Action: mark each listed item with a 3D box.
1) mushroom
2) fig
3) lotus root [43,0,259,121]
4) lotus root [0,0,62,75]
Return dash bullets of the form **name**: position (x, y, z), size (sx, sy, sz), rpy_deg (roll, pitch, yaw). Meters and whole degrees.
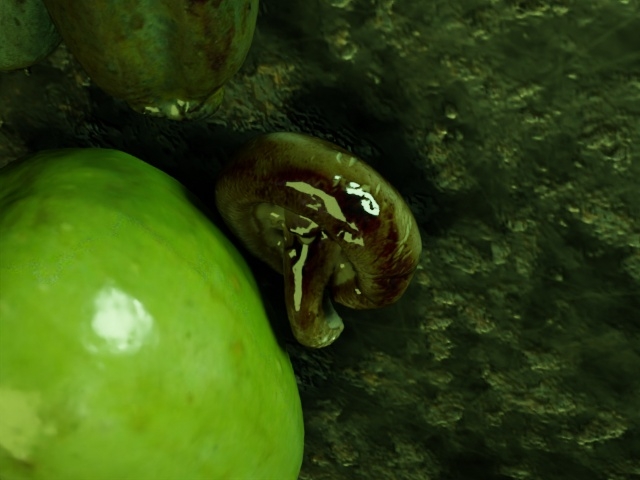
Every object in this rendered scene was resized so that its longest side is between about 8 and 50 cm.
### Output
- **mushroom**: position (0.001, -0.001, 1.071), size (0.135, 0.080, 0.170), rpy_deg (25, 141, 25)
- **fig**: position (-0.141, 0.093, 1.122), size (0.258, 0.258, 0.326), rpy_deg (-8, 140, 36)
- **lotus root**: position (-0.098, -0.174, 0.923), size (0.124, 0.123, 0.241), rpy_deg (0, 136, 9)
- **lotus root**: position (-0.187, -0.168, 1.018), size (0.088, 0.088, 0.165), rpy_deg (18, 128, 15)
